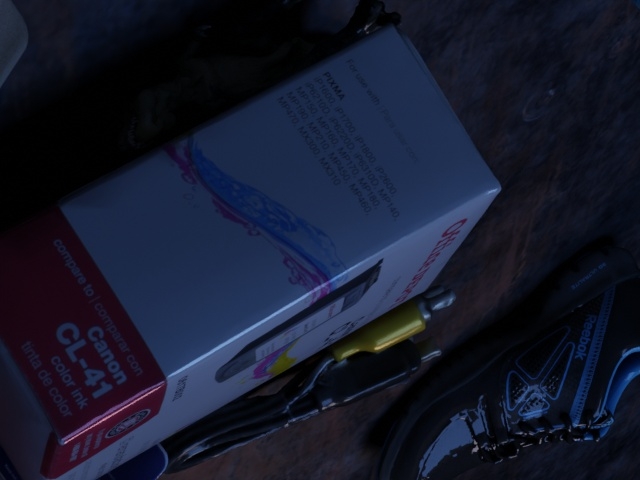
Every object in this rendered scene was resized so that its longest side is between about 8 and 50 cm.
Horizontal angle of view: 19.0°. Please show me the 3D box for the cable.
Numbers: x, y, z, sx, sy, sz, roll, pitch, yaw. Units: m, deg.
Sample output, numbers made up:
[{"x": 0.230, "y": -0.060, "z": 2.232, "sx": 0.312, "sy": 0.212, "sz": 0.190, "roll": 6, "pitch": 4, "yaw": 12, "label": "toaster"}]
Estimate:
[{"x": -0.018, "y": 0.118, "z": 1.613, "sx": 0.287, "sy": 0.072, "sz": 0.139, "roll": -20, "pitch": 167, "yaw": -16, "label": "cable"}]

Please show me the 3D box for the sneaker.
[{"x": 0.204, "y": 0.154, "z": 1.863, "sx": 0.341, "sy": 0.139, "sz": 0.125, "roll": -41, "pitch": 158, "yaw": 0, "label": "sneaker"}]

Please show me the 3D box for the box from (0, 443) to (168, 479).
[{"x": -0.200, "y": 0.183, "z": 1.313, "sx": 0.225, "sy": 0.136, "sz": 0.036, "roll": -49, "pitch": 154, "yaw": 15, "label": "box"}]

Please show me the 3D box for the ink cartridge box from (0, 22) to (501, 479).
[{"x": -0.066, "y": 0.021, "z": 1.175, "sx": 0.306, "sy": 0.131, "sz": 0.226, "roll": -28, "pitch": 169, "yaw": -17, "label": "ink cartridge box"}]

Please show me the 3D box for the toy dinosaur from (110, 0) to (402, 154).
[{"x": -0.022, "y": -0.116, "z": 1.183, "sx": 0.268, "sy": 0.064, "sz": 0.118, "roll": -15, "pitch": 154, "yaw": -48, "label": "toy dinosaur"}]

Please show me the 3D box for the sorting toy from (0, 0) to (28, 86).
[{"x": -0.218, "y": -0.092, "z": 0.890, "sx": 0.193, "sy": 0.038, "sz": 0.208, "roll": -61, "pitch": 160, "yaw": -23, "label": "sorting toy"}]

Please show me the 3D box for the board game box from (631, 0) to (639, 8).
[{"x": 0.228, "y": -0.235, "z": 1.016, "sx": 0.254, "sy": 0.336, "sz": 0.079, "roll": -31, "pitch": 153, "yaw": -24, "label": "board game box"}]
